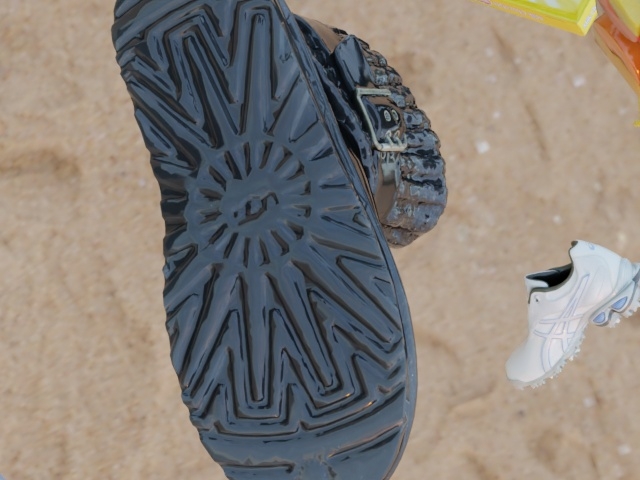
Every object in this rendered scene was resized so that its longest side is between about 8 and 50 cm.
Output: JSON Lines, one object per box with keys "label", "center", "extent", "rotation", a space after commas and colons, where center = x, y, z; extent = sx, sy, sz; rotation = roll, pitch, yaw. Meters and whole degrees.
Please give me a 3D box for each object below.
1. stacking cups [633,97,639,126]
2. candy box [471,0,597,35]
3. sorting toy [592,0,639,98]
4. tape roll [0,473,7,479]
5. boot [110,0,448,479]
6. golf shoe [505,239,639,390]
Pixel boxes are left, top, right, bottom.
{"label": "stacking cups", "center": [0.349, -0.274, 1.613], "extent": [0.096, 0.096, 0.316], "rotation": [-5, 90, -43]}
{"label": "candy box", "center": [0.169, -0.254, 1.421], "extent": [0.105, 0.206, 0.027], "rotation": [-61, 145, -8]}
{"label": "sorting toy", "center": [0.221, -0.114, 1.031], "extent": [0.208, 0.038, 0.193], "rotation": [61, 4, 18]}
{"label": "tape roll", "center": [-0.320, 0.315, 1.454], "extent": [0.072, 0.219, 0.219], "rotation": [-8, 75, -33]}
{"label": "boot", "center": [0.004, -0.002, 0.991], "extent": [0.260, 0.131, 0.348], "rotation": [27, 49, -69]}
{"label": "golf shoe", "center": [0.207, 0.061, 1.428], "extent": [0.086, 0.176, 0.069], "rotation": [35, 36, -9]}
